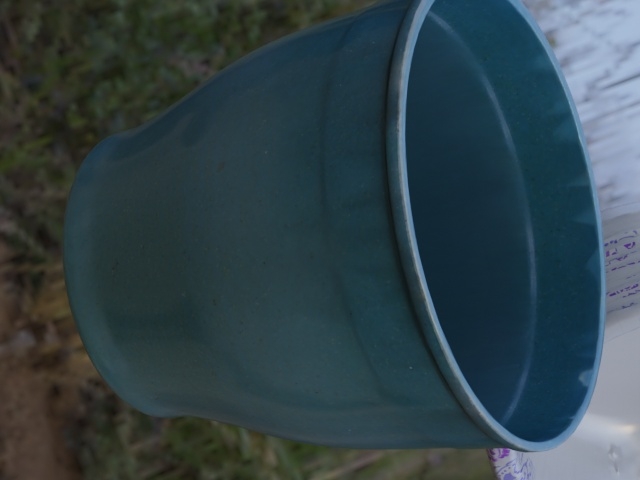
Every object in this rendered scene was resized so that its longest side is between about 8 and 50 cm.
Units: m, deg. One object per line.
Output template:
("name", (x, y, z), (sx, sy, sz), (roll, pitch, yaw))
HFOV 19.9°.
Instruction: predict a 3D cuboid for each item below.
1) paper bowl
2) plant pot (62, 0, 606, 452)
("paper bowl", (0.250, 0.083, 1.399), (0.284, 0.284, 0.148), (88, -10, -48))
("plant pot", (0.000, 0.000, 1.076), (0.255, 0.271, 0.272), (-10, -75, 29))
